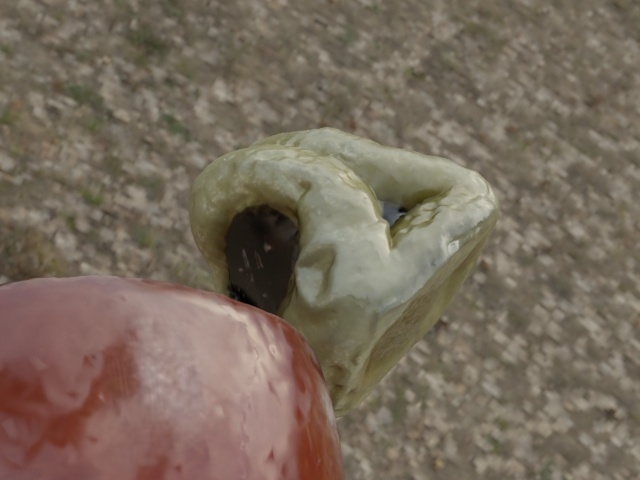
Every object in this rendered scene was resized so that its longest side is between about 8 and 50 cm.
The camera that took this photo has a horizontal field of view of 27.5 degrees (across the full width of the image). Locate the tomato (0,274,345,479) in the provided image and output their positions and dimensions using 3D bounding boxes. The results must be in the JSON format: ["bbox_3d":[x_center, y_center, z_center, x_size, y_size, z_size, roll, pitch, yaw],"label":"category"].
[{"bbox_3d":[-0.116,0.172,0.527,0.338,0.338,0.144,7,39,-34],"label":"tomato"}]

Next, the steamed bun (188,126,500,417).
[{"bbox_3d":[0.000,0.000,0.773,0.155,0.141,0.172,39,46,13],"label":"steamed bun"}]
